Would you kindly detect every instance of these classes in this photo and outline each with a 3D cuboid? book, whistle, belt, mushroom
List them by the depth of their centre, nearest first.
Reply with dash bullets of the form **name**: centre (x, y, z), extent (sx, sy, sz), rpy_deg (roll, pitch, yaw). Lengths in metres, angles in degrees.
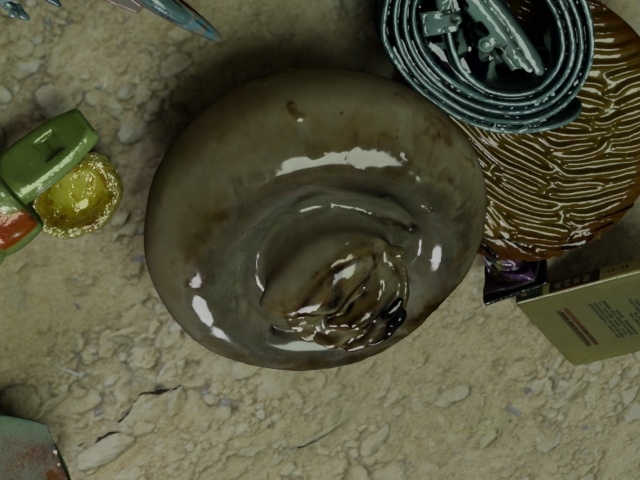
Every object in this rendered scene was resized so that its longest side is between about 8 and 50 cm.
- **whistle**: centre (-0.343, -0.030, 1.811), extent (0.288, 0.131, 0.106), rpy_deg (-38, 160, 1)
- **mushroom**: centre (0.000, 0.000, 1.892), extent (0.362, 0.295, 0.362), rpy_deg (-9, 135, -9)
- **belt**: centre (0.180, -0.222, 1.917), extent (0.267, 0.116, 0.206), rpy_deg (38, 106, -16)
- **book**: centre (0.378, 0.084, 2.258), extent (0.231, 0.026, 0.161), rpy_deg (-17, 137, 30)

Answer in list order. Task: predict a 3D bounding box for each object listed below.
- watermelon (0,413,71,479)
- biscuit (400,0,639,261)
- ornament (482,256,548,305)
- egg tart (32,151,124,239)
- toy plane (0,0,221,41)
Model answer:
- **watermelon**: centre (-0.409, 0.319, 1.979), extent (0.305, 0.180, 0.224), rpy_deg (-24, 115, -9)
- **biscuit**: centre (0.235, -0.125, 2.044), extent (0.318, 0.040, 0.318), rpy_deg (-3, 110, -9)
- **ornament**: centre (0.180, -0.023, 2.138), extent (0.081, 0.088, 0.203), rpy_deg (-27, 122, 22)
- **egg tart**: centre (-0.256, -0.051, 1.898), extent (0.105, 0.039, 0.105), rpy_deg (-14, 127, -20)
- **toy plane**: centre (-0.215, -0.274, 1.727), extent (0.326, 0.104, 0.223), rpy_deg (30, 105, -43)
